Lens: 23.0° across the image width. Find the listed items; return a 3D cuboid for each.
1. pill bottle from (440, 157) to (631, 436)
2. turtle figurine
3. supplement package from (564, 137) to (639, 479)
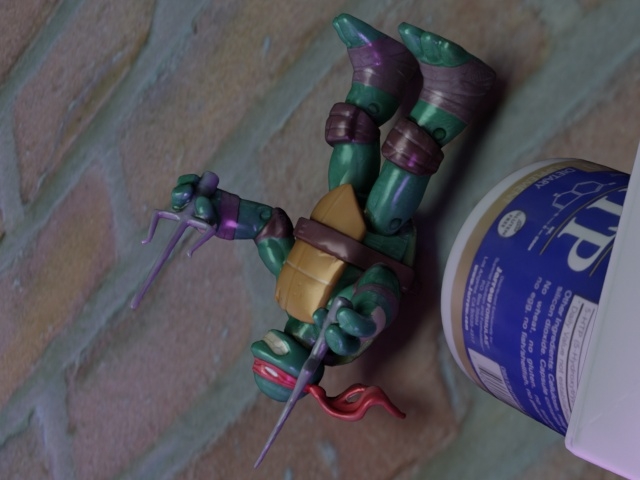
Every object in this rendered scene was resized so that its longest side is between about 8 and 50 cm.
[{"bbox_3d":[0.142,0.040,0.612,0.186,0.112,0.112,27,104,54],"label":"pill bottle"},{"bbox_3d":[0.000,0.000,0.828,0.175,0.118,0.234,23,85,40],"label":"turtle figurine"},{"bbox_3d":[0.235,-0.007,0.354,0.199,0.262,0.198,19,97,56],"label":"supplement package"}]
